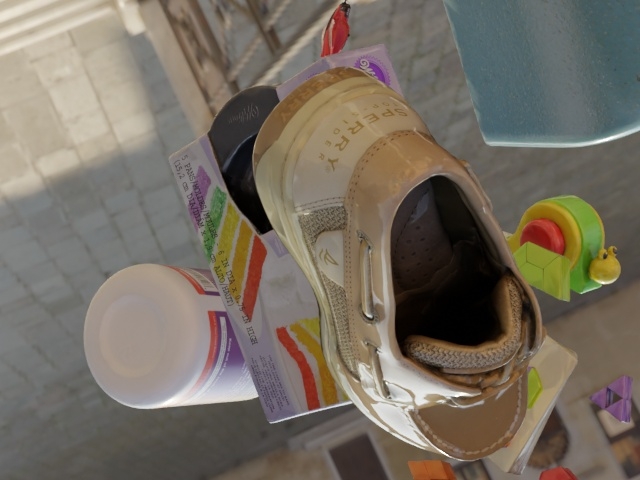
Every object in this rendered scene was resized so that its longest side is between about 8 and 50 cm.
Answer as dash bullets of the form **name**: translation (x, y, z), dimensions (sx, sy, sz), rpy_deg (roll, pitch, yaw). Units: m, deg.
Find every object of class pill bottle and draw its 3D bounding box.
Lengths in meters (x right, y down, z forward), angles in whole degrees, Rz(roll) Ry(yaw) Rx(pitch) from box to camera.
- **pill bottle**: translation (-0.154, 0.129, 1.580), dimensions (0.182, 0.181, 0.323), rpy_deg (-32, 162, 22)

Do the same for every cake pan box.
- **cake pan box**: translation (0.000, 0.000, 0.955), dimensions (0.070, 0.266, 0.246), rpy_deg (-18, 178, -41)

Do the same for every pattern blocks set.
- **pattern blocks set**: translation (0.169, 0.138, 1.186), dimensions (0.026, 0.285, 0.325), rpy_deg (19, 180, -41)

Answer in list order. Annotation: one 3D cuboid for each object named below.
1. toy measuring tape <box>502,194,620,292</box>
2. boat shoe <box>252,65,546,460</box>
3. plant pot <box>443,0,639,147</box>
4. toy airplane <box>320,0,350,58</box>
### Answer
- **toy measuring tape**: translation (0.299, -0.031, 1.696), dimensions (0.121, 0.330, 0.121), rpy_deg (-22, 127, -32)
- **boat shoe**: translation (0.067, 0.050, 0.692), dimensions (0.122, 0.110, 0.341), rpy_deg (-42, 138, -8)
- **plant pot**: translation (0.297, -0.235, 1.149), dimensions (0.248, 0.247, 0.252), rpy_deg (-29, -156, -20)
- **toy airplane**: translation (0.009, -0.199, 1.301), dimensions (0.028, 0.151, 0.151), rpy_deg (18, 155, -6)
